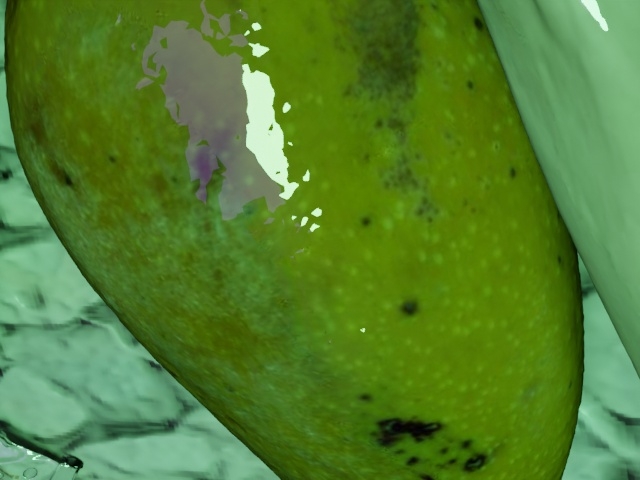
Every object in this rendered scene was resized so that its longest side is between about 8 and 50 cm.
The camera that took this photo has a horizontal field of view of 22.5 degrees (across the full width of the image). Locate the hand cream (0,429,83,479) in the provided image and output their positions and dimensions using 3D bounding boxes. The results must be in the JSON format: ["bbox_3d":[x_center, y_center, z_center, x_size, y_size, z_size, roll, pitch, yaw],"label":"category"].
[{"bbox_3d":[-0.248,0.082,0.832,0.257,0.050,0.084,31,124,4],"label":"hand cream"}]

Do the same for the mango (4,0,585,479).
[{"bbox_3d":[0.001,0.001,0.587,0.176,0.176,0.329,-23,109,-2],"label":"mango"}]

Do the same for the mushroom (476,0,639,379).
[{"bbox_3d":[0.159,-0.006,0.521,0.137,0.154,0.407,30,149,62],"label":"mushroom"}]
